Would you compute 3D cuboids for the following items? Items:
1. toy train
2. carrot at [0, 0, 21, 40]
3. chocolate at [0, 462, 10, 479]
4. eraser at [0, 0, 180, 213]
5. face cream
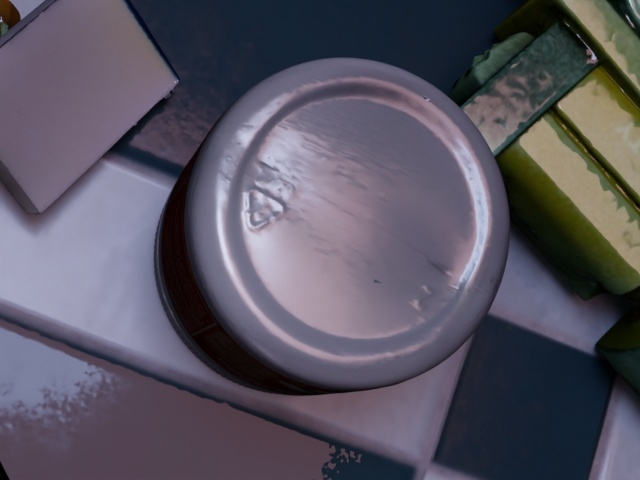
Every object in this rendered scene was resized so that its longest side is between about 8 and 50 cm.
[{"bbox_3d":[0.256,-0.049,0.861,0.253,0.160,0.397,-42,93,-10],"label":"toy train"},{"bbox_3d":[-0.256,-0.041,0.763,0.070,0.070,0.260,14,80,-13],"label":"carrot"},{"bbox_3d":[-0.268,0.198,0.661,0.206,0.177,0.224,16,79,-12],"label":"chocolate"},{"bbox_3d":[-0.171,-0.102,0.779,0.150,0.023,0.104,-50,122,-30],"label":"eraser"},{"bbox_3d":[0.000,0.000,0.759,0.201,0.187,0.201,3,80,-15],"label":"face cream"}]
